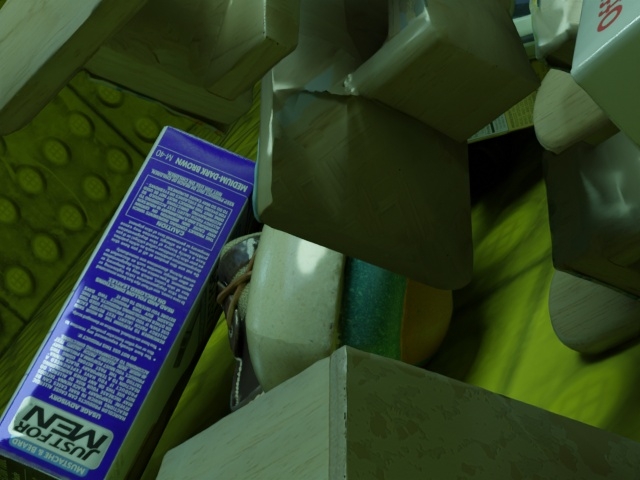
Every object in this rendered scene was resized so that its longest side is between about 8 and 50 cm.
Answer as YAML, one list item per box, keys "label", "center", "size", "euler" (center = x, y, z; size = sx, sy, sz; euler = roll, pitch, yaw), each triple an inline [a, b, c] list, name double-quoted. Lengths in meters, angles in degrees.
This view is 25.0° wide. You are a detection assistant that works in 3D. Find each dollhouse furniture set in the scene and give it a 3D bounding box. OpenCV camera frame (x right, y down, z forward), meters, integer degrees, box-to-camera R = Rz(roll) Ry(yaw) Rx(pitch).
- label: "dollhouse furniture set"
  center: [0.000, 0.000, 0.700]
  size: [0.256, 0.362, 0.394]
  euler: [-35, 45, 44]

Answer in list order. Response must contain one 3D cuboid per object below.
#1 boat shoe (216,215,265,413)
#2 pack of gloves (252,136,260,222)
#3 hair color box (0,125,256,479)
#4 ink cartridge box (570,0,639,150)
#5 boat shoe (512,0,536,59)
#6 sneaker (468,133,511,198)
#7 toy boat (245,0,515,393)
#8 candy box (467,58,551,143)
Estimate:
- label: "boat shoe"
  center: [-0.038, 0.051, 1.174]
  size: [0.123, 0.123, 0.342]
  euler: [-42, 12, 22]
- label: "pack of gloves"
  center: [0.002, -0.136, 1.057]
  size: [0.195, 0.046, 0.232]
  euler: [-66, -11, -56]
- label: "hair color box"
  center: [-0.165, 0.090, 1.270]
  size: [0.185, 0.110, 0.339]
  euler: [105, -170, -60]
- label: "ink cartridge box"
  center: [0.248, -0.113, 0.603]
  size: [0.232, 0.168, 0.171]
  euler: [-40, 14, 31]
- label: "boat shoe"
  center: [0.121, -0.232, 1.114]
  size: [0.187, 0.156, 0.500]
  euler: [-27, 22, -32]
- label: "sneaker"
  center: [0.131, -0.092, 1.207]
  size: [0.283, 0.107, 0.124]
  euler: [-42, 40, -17]
- label: "toy boat"
  center: [0.040, -0.029, 0.930]
  size: [0.267, 0.148, 0.318]
  euler: [-65, -21, -69]
- label: "candy box"
  center: [0.143, -0.119, 1.092]
  size: [0.186, 0.053, 0.109]
  euler: [-13, 18, 9]
